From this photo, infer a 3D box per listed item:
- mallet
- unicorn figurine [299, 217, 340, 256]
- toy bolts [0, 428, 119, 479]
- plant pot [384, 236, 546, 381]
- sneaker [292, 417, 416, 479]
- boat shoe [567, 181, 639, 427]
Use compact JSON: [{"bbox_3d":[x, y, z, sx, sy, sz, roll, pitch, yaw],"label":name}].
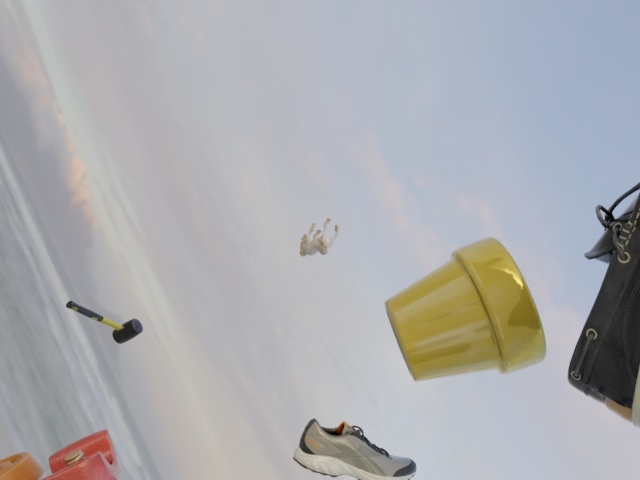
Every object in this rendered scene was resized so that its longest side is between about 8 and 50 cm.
[{"bbox_3d":[-0.447,0.163,1.380,0.189,0.062,0.039,54,15,-53],"label":"mallet"},{"bbox_3d":[0.000,0.000,1.576,0.060,0.111,0.162,30,-35,-12],"label":"unicorn figurine"},{"bbox_3d":[-0.279,0.309,0.670,0.218,0.228,0.158,-160,-133,-83],"label":"toy bolts"},{"bbox_3d":[0.259,0.151,1.248,0.254,0.239,0.254,-21,90,-89],"label":"plant pot"},{"bbox_3d":[0.083,0.443,1.378,0.100,0.272,0.108,176,-69,-72],"label":"sneaker"},{"bbox_3d":[0.462,0.008,0.932,0.156,0.187,0.500,14,-86,43],"label":"boat shoe"}]
